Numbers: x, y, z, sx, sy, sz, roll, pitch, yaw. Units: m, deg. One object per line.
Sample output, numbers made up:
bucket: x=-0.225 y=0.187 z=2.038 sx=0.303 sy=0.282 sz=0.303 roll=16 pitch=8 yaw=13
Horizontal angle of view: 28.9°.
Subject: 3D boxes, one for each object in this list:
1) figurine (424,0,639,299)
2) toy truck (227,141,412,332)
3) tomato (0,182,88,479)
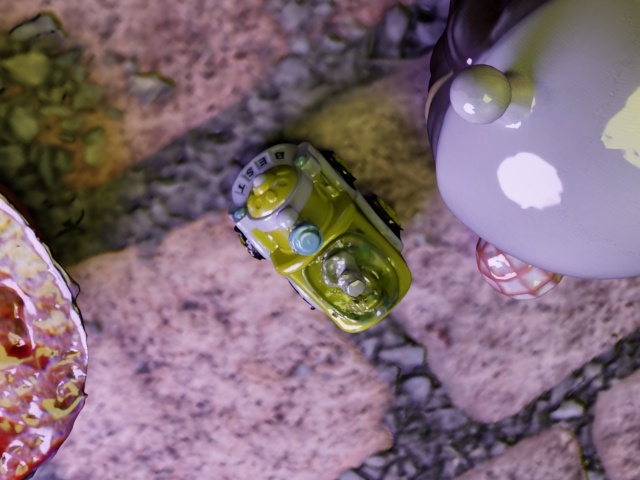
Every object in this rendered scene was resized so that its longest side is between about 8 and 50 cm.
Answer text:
figurine: x=0.204 y=-0.043 z=0.668 sx=0.370 sy=0.167 sz=0.281 roll=22 pitch=125 yaw=-29
toy truck: x=0.000 y=0.000 z=0.688 sx=0.076 sy=0.077 sz=0.111 roll=-41 pitch=119 yaw=10
tomato: x=-0.233 y=0.043 z=0.651 sx=0.225 sy=0.085 sz=0.225 roll=-4 pitch=115 yaw=-8
